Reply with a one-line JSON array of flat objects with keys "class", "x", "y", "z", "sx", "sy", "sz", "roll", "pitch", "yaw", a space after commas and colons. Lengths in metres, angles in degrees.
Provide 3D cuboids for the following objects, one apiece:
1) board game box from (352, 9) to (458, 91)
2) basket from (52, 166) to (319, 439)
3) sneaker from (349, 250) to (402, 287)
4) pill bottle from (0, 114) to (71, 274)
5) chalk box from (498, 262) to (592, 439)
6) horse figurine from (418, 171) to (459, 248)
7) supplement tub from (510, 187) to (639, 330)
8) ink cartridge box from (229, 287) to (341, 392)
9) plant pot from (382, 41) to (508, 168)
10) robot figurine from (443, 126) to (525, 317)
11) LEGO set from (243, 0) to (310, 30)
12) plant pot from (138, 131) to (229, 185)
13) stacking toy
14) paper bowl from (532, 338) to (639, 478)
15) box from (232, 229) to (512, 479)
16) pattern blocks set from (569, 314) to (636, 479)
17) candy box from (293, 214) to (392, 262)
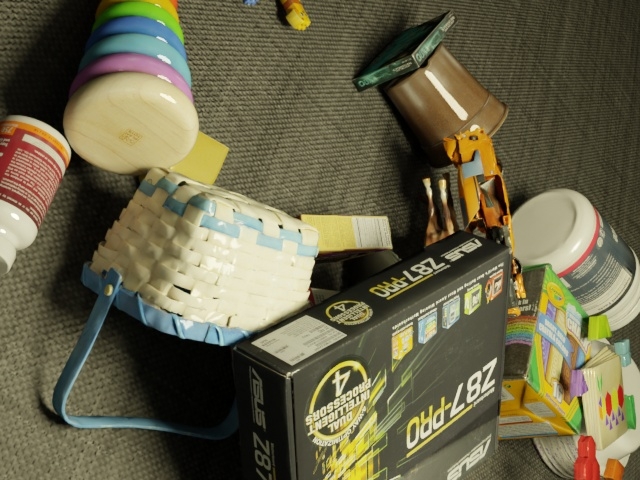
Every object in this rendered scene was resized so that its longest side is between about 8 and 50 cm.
[{"class": "board game box", "x": 0.144, "y": -0.319, "z": 1.504, "sx": 0.026, "sy": 0.126, "sz": 0.186, "roll": 57, "pitch": 42, "yaw": -19}, {"class": "basket", "x": -0.141, "y": 0.083, "z": 1.008, "sx": 0.255, "sy": 0.201, "sz": 0.288, "roll": 20, "pitch": 90, "yaw": -48}, {"class": "sneaker", "x": 0.074, "y": 0.137, "z": 1.295, "sx": 0.130, "sy": 0.109, "sz": 0.286, "roll": 6, "pitch": 68, "yaw": -37}, {"class": "pill bottle", "x": -0.319, "y": -0.046, "z": 0.912, "sx": 0.086, "sy": 0.086, "sz": 0.152, "roll": 38, "pitch": 51, "yaw": -35}, {"class": "chalk box", "x": 0.339, "y": 0.167, "z": 1.523, "sx": 0.179, "sy": 0.180, "sz": 0.288, "roll": 46, "pitch": 48, "yaw": -30}, {"class": "horse figurine", "x": 0.187, "y": -0.016, "z": 1.417, "sx": 0.263, "sy": 0.066, "sz": 0.174, "roll": -46, "pitch": 130, "yaw": -79}, {"class": "supplement tub", "x": 0.493, "y": 0.043, "z": 1.731, "sx": 0.272, "sy": 0.191, "sz": 0.191, "roll": 39, "pitch": 51, "yaw": -35}, {"class": "ink cartridge box", "x": -0.011, "y": 0.141, "z": 1.162, "sx": 0.176, "sy": 0.127, "sz": 0.128, "roll": 10, "pitch": 62, "yaw": -48}, {"class": "plant pot", "x": 0.203, "y": -0.237, "z": 1.531, "sx": 0.165, "sy": 0.167, "sz": 0.167, "roll": 47, "pitch": 46, "yaw": -18}, {"class": "robot figurine", "x": 0.259, "y": -0.021, "z": 1.396, "sx": 0.211, "sy": 0.085, "sz": 0.290, "roll": 11, "pitch": 69, "yaw": -76}, {"class": "LEGO set", "x": -0.046, "y": -0.369, "z": 1.330, "sx": 0.227, "sy": 0.087, "sz": 0.093, "roll": -14, "pitch": 73, "yaw": -50}, {"class": "plant pot", "x": -0.175, "y": -0.088, "z": 1.100, "sx": 0.081, "sy": 0.082, "sz": 0.083, "roll": 28, "pitch": 68, "yaw": -41}, {"class": "stacking toy", "x": -0.216, "y": -0.238, "z": 1.039, "sx": 0.141, "sy": 0.141, "sz": 0.330, "roll": 30, "pitch": 39, "yaw": -39}, {"class": "paper bowl", "x": 0.516, "y": 0.306, "z": 1.707, "sx": 0.284, "sy": 0.148, "sz": 0.284, "roll": 17, "pitch": 66, "yaw": -44}, {"class": "box", "x": 0.076, "y": 0.197, "z": 1.072, "sx": 0.395, "sy": 0.097, "sz": 0.318, "roll": -24, "pitch": 124, "yaw": -41}, {"class": "pattern blocks set", "x": 0.473, "y": 0.267, "z": 1.500, "sx": 0.325, "sy": 0.026, "sz": 0.285, "roll": 13, "pitch": 74, "yaw": -56}, {"class": "candy box", "x": 0.000, "y": 0.000, "z": 1.246, "sx": 0.187, "sy": 0.109, "sz": 0.053, "roll": 1, "pitch": 77, "yaw": -49}]
